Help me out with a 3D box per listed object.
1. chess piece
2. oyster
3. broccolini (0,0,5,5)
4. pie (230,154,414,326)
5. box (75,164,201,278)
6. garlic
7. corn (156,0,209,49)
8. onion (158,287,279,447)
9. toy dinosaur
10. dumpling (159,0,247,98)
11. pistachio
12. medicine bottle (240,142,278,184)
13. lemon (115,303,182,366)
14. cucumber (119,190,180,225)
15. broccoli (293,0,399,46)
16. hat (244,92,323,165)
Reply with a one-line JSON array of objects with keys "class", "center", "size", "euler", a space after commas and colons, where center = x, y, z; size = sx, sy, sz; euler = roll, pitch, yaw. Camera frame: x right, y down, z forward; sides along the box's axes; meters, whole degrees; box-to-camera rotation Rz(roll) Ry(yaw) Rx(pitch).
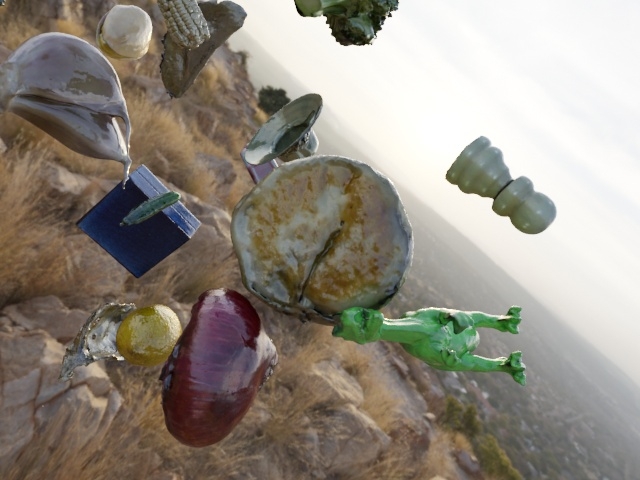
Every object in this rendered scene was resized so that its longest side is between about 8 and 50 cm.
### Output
[{"class": "chess piece", "center": [0.414, -0.113, 0.968], "size": [0.243, 0.133, 0.133], "euler": [46, 16, 22]}, {"class": "oyster", "center": [-0.732, 0.314, 1.476], "size": [0.396, 0.110, 0.205], "euler": [-16, 97, -74]}, {"class": "broccolini", "center": [-0.619, -0.540, 0.634], "size": [0.074, 0.078, 0.392], "euler": [-55, 128, -45]}, {"class": "pie", "center": [0.000, 0.000, 0.789], "size": [0.339, 0.339, 0.077], "euler": [43, 5, 11]}, {"class": "box", "center": [-0.579, -0.054, 1.386], "size": [0.261, 0.278, 0.116], "euler": [48, 24, -21]}, {"class": "garlic", "center": [-0.569, -0.335, 1.053], "size": [0.340, 0.231, 0.246], "euler": [39, 12, -35]}, {"class": "corn", "center": [-0.320, -0.524, 0.934], "size": [0.087, 0.087, 0.211], "euler": [-116, -179, -57]}, {"class": "onion", "center": [-0.164, 0.201, 0.702], "size": [0.161, 0.248, 0.248], "euler": [2, 5, 17]}, {"class": "toy dinosaur", "center": [0.193, 0.210, 0.881], "size": [0.373, 0.144, 0.500], "euler": [4, -18, -3]}, {"class": "dumpling", "center": [-0.343, -0.560, 1.207], "size": [0.166, 0.332, 0.086], "euler": [56, 24, 0]}, {"class": "pistachio", "center": [-0.583, -0.626, 1.308], "size": [0.145, 0.117, 0.201], "euler": [52, 37, -36]}, {"class": "medicine bottle", "center": [-0.206, -0.261, 1.453], "size": [0.119, 0.094, 0.188], "euler": [62, -3, -38]}, {"class": "lemon", "center": [-0.525, 0.292, 1.333], "size": [0.188, 0.188, 0.257], "euler": [39, 1, -4]}, {"class": "cucumber", "center": [-0.370, -0.070, 0.933], "size": [0.037, 0.037, 0.155], "euler": [42, 48, 9]}, {"class": "broccoli", "center": [0.074, -0.749, 1.293], "size": [0.338, 0.277, 0.318], "euler": [32, 57, -24]}, {"class": "hat", "center": [-0.067, -0.250, 1.108], "size": [0.110, 0.252, 0.252], "euler": [46, 9, -34]}]
